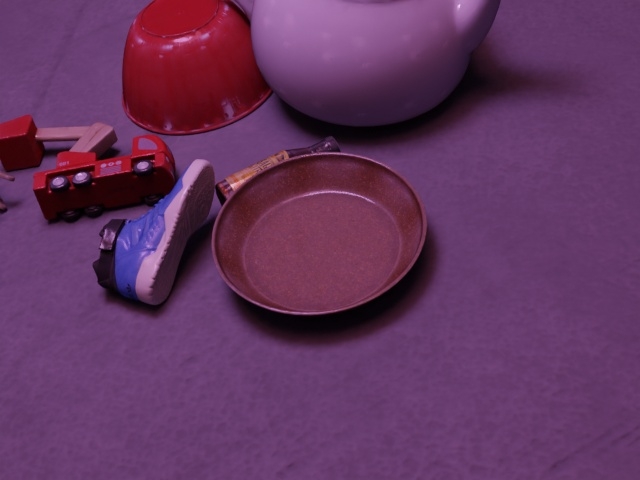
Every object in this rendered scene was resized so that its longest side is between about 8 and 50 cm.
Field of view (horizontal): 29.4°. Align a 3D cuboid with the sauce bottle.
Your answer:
[{"bbox_3d":[-0.040,-0.066,1.204,0.128,0.042,0.042,-28,46,-15],"label":"sauce bottle"}]

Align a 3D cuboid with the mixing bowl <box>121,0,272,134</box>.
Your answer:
[{"bbox_3d":[-0.143,-0.211,1.335,0.181,0.098,0.181,-7,44,7],"label":"mixing bowl"}]

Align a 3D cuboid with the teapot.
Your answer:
[{"bbox_3d":[0.040,-0.254,1.244,0.256,0.187,0.252,-21,51,-17],"label":"teapot"}]

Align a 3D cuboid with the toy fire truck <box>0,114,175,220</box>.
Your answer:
[{"bbox_3d":[-0.246,-0.084,1.269,0.192,0.047,0.135,-11,43,2],"label":"toy fire truck"}]

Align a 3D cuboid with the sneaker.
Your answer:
[{"bbox_3d":[-0.163,-0.017,1.158,0.085,0.058,0.152,14,71,23],"label":"sneaker"}]

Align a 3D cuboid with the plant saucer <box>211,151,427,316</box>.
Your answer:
[{"bbox_3d":[0.000,0.000,1.125,0.199,0.036,0.198,-5,48,6],"label":"plant saucer"}]

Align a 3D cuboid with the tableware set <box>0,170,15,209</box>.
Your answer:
[{"bbox_3d":[-0.395,-0.117,1.279,0.039,0.128,0.194,-48,50,6],"label":"tableware set"}]
